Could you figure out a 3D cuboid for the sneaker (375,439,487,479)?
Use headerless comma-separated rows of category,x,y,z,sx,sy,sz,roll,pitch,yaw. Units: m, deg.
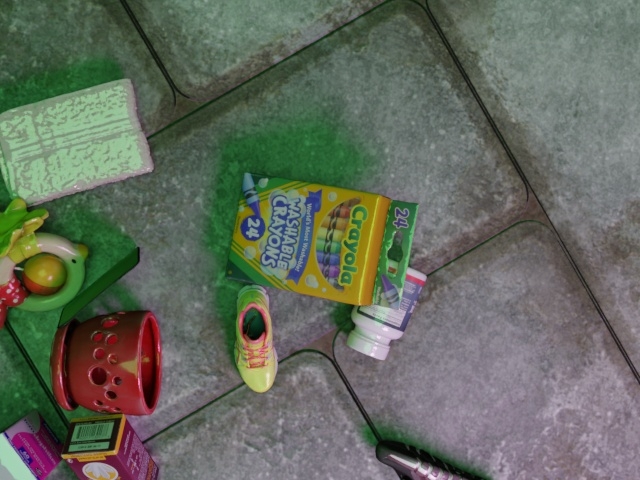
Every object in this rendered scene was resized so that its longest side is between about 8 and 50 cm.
sneaker,0.209,0.501,1.762,0.281,0.106,0.162,25,92,-3

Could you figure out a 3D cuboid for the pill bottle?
pill bottle,0.119,0.127,1.750,0.108,0.108,0.180,23,90,-3

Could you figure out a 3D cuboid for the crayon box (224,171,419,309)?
crayon box,0.000,0.000,1.699,0.323,0.083,0.203,10,90,19

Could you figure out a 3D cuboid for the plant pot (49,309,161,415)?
plant pot,-0.389,0.223,1.686,0.174,0.191,0.191,-1,91,0

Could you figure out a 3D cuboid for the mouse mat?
mouse mat,-0.404,0.084,1.703,0.190,0.152,0.007,-41,105,-1

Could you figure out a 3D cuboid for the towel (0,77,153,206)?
towel,-0.469,-0.181,1.749,0.282,0.049,0.187,-15,93,-2

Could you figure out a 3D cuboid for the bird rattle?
bird rattle,-0.539,0.064,1.703,0.207,0.143,0.253,16,105,-25

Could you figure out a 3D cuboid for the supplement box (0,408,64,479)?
supplement box,-0.551,0.395,1.664,0.114,0.220,0.111,-36,93,-3

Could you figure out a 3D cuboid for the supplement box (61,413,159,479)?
supplement box,-0.377,0.402,1.682,0.104,0.080,0.188,-7,134,11

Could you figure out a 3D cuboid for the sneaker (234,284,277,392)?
sneaker,-0.125,0.193,1.739,0.082,0.094,0.208,-8,103,-3
